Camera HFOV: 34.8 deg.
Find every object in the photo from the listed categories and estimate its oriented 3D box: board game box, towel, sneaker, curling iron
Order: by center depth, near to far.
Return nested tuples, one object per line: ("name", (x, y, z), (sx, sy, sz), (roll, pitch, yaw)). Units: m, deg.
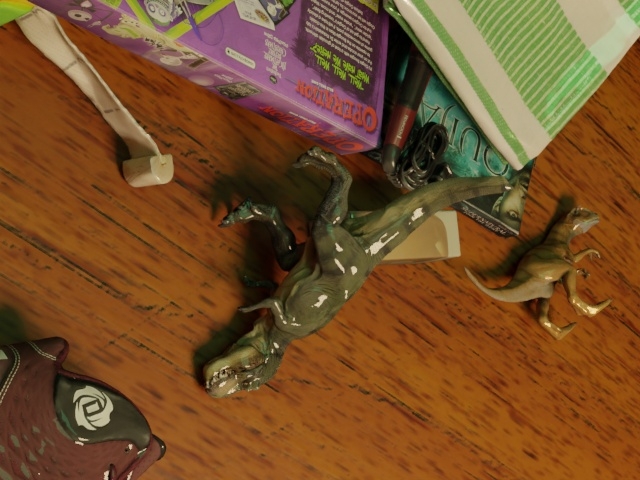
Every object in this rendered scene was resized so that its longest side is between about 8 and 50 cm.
("sneaker", (-0.155, 0.189, 0.632), (0.162, 0.106, 0.281), (-15, 91, -40))
("board game box", (-0.062, -0.210, 0.740), (0.347, 0.056, 0.208), (21, 65, -50))
("towel", (0.217, -0.244, 0.847), (0.325, 0.038, 0.248), (-46, 127, -1))
("curling iron", (0.099, -0.162, 0.885), (0.068, 0.035, 0.274), (32, 61, -43))
("board game box", (0.122, -0.096, 0.928), (0.186, 0.026, 0.126), (27, 67, -30))

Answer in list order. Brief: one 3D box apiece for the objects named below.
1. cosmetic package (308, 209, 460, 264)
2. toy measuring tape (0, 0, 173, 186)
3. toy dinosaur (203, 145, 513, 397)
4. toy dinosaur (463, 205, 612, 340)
("cosmetic package", (0.054, -0.001, 0.841), (0.115, 0.060, 0.041), (-2, 84, -35))
("toy measuring tape", (-0.223, -0.132, 0.638), (0.121, 0.121, 0.330), (-53, 123, -30))
("toy dinosaur", (0.000, 0.000, 0.760), (0.268, 0.064, 0.118), (-39, 95, 5))
("toy dinosaur", (0.204, 0.039, 0.955), (0.112, 0.064, 0.211), (53, 46, 4))
